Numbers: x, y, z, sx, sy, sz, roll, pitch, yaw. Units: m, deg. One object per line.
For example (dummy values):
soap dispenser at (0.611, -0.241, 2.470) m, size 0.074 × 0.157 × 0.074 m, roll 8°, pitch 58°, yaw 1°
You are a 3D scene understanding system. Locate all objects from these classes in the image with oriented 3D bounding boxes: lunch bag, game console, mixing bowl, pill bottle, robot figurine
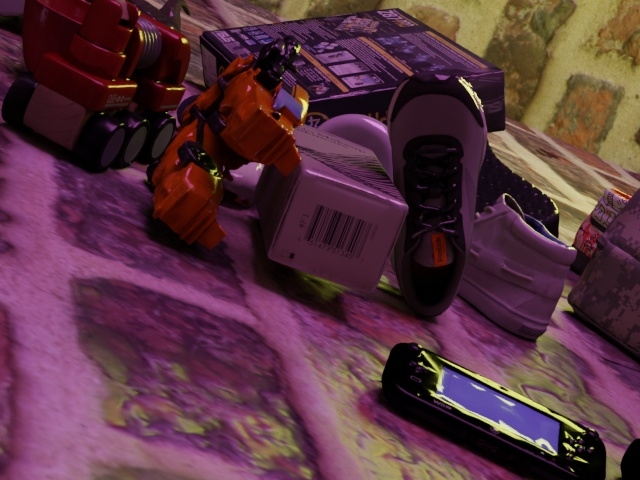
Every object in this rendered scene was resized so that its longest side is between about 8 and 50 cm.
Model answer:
lunch bag at (0.495, 0.047, 1.953) m, size 0.213 × 0.256 × 0.305 m, roll 15°, pitch 17°, yaw -40°
game console at (0.215, 0.184, 1.321) m, size 0.361 × 0.044 × 0.213 m, roll 25°, pitch 12°, yaw 2°
mixing bowl at (-0.275, -0.214, 1.874) m, size 0.181 × 0.098 × 0.181 m, roll 24°, pitch 11°, yaw -5°
pill bottle at (0.049, -0.080, 1.851) m, size 0.117 × 0.117 × 0.215 m, roll 27°, pitch 4°, yaw 8°
robot figurine at (-0.088, -0.099, 1.578) m, size 0.085 × 0.211 × 0.291 m, roll 44°, pitch 13°, yaw -13°

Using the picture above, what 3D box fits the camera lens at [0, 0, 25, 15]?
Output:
camera lens at (-0.429, -0.426, 2.169) m, size 0.219 × 0.219 × 0.274 m, roll 21°, pitch 13°, yaw -22°

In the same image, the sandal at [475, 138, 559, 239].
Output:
sandal at (0.165, -0.061, 2.084) m, size 0.168 × 0.107 × 0.446 m, roll -6°, pitch 25°, yaw -13°

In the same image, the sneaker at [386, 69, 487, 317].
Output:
sneaker at (0.118, -0.044, 1.608) m, size 0.100 × 0.271 × 0.108 m, roll -2°, pitch 33°, yaw 1°

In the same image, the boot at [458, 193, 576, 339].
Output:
boot at (0.184, 0.000, 1.836) m, size 0.095 × 0.123 × 0.258 m, roll 12°, pitch 18°, yaw -48°

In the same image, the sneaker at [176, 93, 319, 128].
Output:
sneaker at (-0.079, -0.117, 1.985) m, size 0.209 × 0.069 × 0.082 m, roll 17°, pitch -26°, yaw 11°

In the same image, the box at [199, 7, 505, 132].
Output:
box at (0.033, -0.224, 2.231) m, size 0.318 × 0.097 × 0.395 m, roll -12°, pitch 24°, yaw -16°

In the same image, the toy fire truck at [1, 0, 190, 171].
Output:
toy fire truck at (-0.215, -0.219, 1.663) m, size 0.158 × 0.246 × 0.217 m, roll 28°, pitch 13°, yaw 11°

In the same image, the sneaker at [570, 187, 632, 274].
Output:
sneaker at (0.492, 0.030, 2.280) m, size 0.270 × 0.145 × 0.090 m, roll 29°, pitch 13°, yaw 16°

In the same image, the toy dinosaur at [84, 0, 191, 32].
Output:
toy dinosaur at (-0.274, -0.303, 2.293) m, size 0.160 × 0.121 × 0.313 m, roll 44°, pitch 14°, yaw 23°

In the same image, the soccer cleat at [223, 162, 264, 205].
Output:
soccer cleat at (-0.073, -0.087, 1.797) m, size 0.068 × 0.076 × 0.196 m, roll 28°, pitch 13°, yaw 12°

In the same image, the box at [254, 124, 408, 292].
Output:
box at (0.005, -0.040, 1.594) m, size 0.113 × 0.094 × 0.275 m, roll 19°, pitch 12°, yaw -11°
